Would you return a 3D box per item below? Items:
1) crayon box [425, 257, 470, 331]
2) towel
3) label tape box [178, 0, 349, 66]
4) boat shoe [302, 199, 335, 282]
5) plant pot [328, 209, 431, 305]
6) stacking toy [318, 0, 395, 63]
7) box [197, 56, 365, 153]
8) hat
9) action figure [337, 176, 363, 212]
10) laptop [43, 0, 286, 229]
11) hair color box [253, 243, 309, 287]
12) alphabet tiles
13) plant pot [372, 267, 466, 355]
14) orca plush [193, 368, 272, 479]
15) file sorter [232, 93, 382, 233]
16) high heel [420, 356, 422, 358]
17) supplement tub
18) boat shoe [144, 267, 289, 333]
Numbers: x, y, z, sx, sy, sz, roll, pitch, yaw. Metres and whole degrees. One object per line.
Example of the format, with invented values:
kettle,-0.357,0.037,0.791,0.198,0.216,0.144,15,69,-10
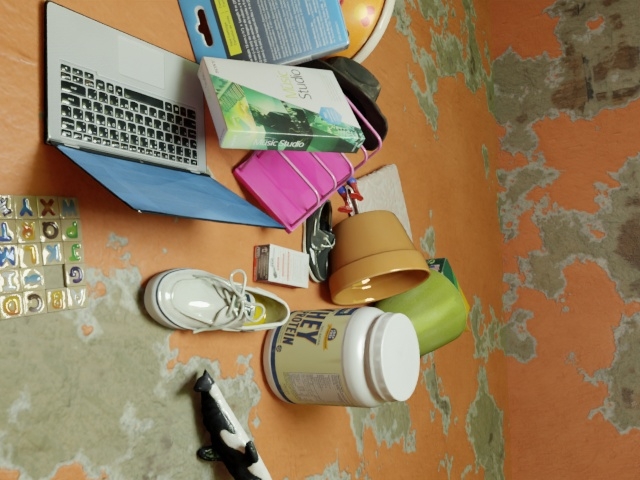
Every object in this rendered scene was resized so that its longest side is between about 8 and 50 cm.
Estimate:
crayon box,0.395,0.201,2.087,0.318,0.202,0.081,59,40,-34
towel,0.203,-0.075,1.980,0.332,0.054,0.316,-32,111,-54
label tape box,-0.131,-0.523,1.363,0.115,0.348,0.249,-78,152,-78
boat shoe,0.000,0.000,1.635,0.084,0.079,0.232,6,80,-58
plant pot,0.148,0.044,1.693,0.291,0.291,0.203,15,56,-55
stacking toy,-0.076,-0.664,1.518,0.480,0.351,0.350,14,72,-36
box,-0.085,-0.293,1.285,0.322,0.058,0.232,-4,54,-28
hat,0.067,-0.393,1.559,0.134,0.331,0.331,-50,129,-19
action figure,0.017,-0.216,1.659,0.139,0.091,0.280,15,43,-36
laptop,-0.277,-0.220,1.107,0.382,0.237,0.407,6,79,-57
hair color box,-0.097,0.068,1.494,0.167,0.054,0.093,19,69,-56
alphabet tiles,-0.486,0.025,0.948,0.237,0.009,0.198,-4,88,-57
plant pot,0.259,0.261,1.848,0.294,0.275,0.274,-26,107,-38
orca plush,-0.207,0.416,1.219,0.102,0.151,0.287,-31,117,-21
file sorter,-0.020,-0.201,1.435,0.202,0.182,0.291,48,53,-4
high heel,0.368,0.300,2.122,0.117,0.082,0.244,-34,117,-45
supplement tub,0.051,0.281,1.428,0.235,0.325,0.235,17,70,-55
boat shoe,-0.187,0.137,1.246,0.367,0.157,0.135,26,62,-53
